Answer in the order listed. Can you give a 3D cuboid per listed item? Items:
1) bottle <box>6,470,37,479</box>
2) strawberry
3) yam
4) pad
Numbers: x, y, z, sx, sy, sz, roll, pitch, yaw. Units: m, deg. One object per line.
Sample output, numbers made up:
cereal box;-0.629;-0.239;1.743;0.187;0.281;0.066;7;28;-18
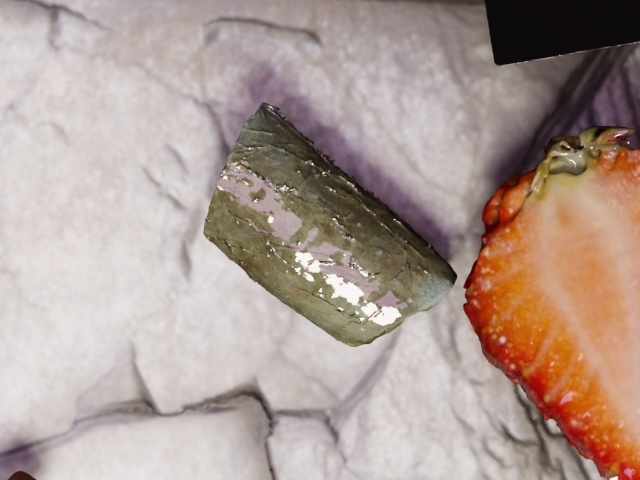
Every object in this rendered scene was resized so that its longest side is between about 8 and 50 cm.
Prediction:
bottle;-0.293;0.261;1.047;0.245;0.104;0.104;-42;90;8
strawberry;0.189;0.048;0.969;0.175;0.106;0.236;4;80;25
yam;0.000;0.000;0.999;0.183;0.107;0.107;39;97;0
pad;0.239;-0.171;0.936;0.265;0.159;0.009;-9;125;8
